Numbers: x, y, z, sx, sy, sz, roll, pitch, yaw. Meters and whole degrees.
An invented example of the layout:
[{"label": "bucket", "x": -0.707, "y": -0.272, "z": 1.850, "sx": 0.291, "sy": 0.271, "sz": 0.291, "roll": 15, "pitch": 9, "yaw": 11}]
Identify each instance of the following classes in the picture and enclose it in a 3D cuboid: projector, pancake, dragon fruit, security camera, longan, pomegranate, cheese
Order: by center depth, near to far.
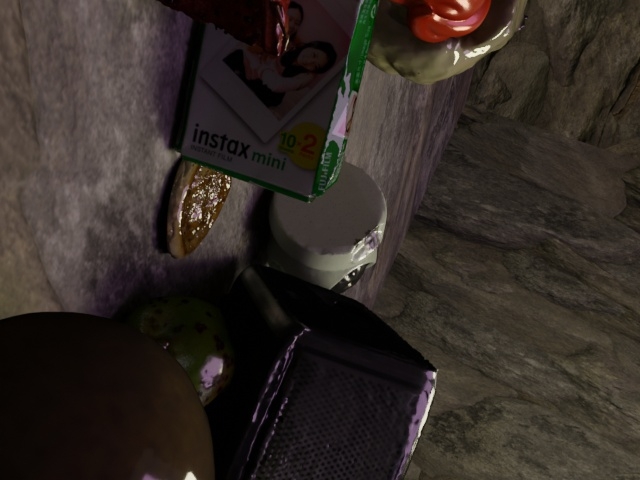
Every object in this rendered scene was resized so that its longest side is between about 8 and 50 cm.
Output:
[{"label": "longan", "x": -0.209, "y": 0.180, "z": 0.602, "sx": 0.258, "sy": 0.258, "sz": 0.258, "roll": 21, "pitch": 90, "yaw": -78}, {"label": "dragon fruit", "x": -0.070, "y": -0.245, "z": 0.689, "sx": 0.120, "sy": 0.161, "sz": 0.127, "roll": -48, "pitch": 167, "yaw": -55}, {"label": "pomegranate", "x": -0.158, "y": 0.125, "z": 0.926, "sx": 0.169, "sy": 0.143, "sz": 0.122, "roll": 4, "pitch": 106, "yaw": -67}, {"label": "pancake", "x": -0.147, "y": -0.049, "z": 0.962, "sx": 0.158, "sy": 0.028, "sz": 0.158, "roll": 18, "pitch": 90, "yaw": -79}, {"label": "cheese", "x": 0.159, "y": -0.379, "z": 1.089, "sx": 0.115, "sy": 0.327, "sz": 0.317, "roll": 42, "pitch": 26, "yaw": -71}, {"label": "projector", "x": -0.064, "y": 0.277, "z": 1.097, "sx": 0.405, "sy": 0.242, "sz": 0.395, "roll": -68, "pitch": -163, "yaw": 4}, {"label": "security camera", "x": 0.000, "y": 0.000, "z": 1.327, "sx": 0.236, "sy": 0.195, "sz": 0.194, "roll": 107, "pitch": 9, "yaw": -58}]

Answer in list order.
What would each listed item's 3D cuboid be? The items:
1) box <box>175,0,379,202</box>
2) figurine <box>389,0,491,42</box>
[{"label": "box", "x": -0.042, "y": -0.180, "z": 0.848, "sx": 0.103, "sy": 0.180, "sz": 0.250, "roll": -50, "pitch": 157, "yaw": -67}, {"label": "figurine", "x": 0.073, "y": -0.336, "z": 0.897, "sx": 0.181, "sy": 0.257, "sz": 0.208, "roll": -57, "pitch": 162, "yaw": -45}]
